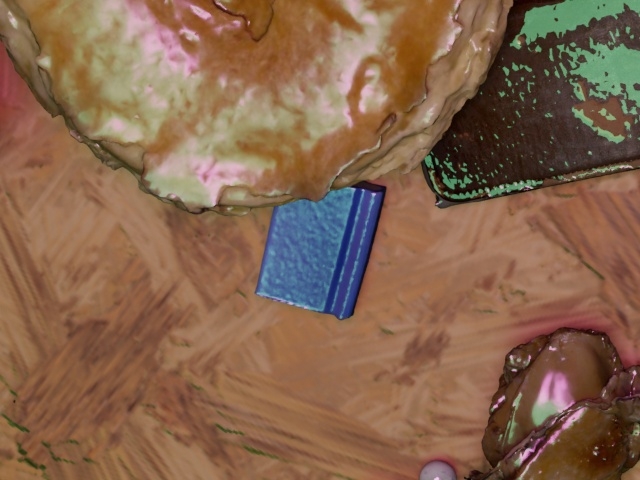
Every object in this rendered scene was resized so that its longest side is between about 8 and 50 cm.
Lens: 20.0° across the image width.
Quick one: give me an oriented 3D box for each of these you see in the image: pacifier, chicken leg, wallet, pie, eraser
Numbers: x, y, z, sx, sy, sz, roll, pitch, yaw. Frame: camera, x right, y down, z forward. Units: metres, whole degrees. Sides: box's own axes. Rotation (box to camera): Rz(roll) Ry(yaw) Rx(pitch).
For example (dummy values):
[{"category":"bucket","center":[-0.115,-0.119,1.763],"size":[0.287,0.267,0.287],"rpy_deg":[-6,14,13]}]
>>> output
[{"category":"pacifier","center":[0.065,0.169,1.136],"size":[0.083,0.068,0.064],"rpy_deg":[27,74,-14]},{"category":"chicken leg","center":[0.149,0.148,1.096],"size":[0.125,0.080,0.196],"rpy_deg":[9,107,-4]},{"category":"wallet","center":[0.163,-0.096,1.051],"size":[0.232,0.031,0.121],"rpy_deg":[-11,103,18]},{"category":"pie","center":[-0.048,-0.175,1.036],"size":[0.340,0.083,0.339],"rpy_deg":[2,99,15]},{"category":"eraser","center":[0.000,0.000,1.111],"size":[0.063,0.027,0.084],"rpy_deg":[15,106,6]}]
